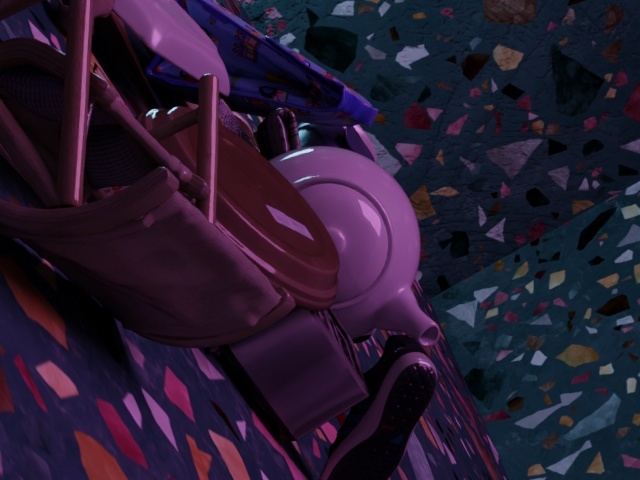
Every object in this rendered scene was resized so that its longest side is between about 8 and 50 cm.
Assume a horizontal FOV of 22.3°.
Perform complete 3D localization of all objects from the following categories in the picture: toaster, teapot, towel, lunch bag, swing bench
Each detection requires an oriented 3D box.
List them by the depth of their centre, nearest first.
[{"bbox_3d":[-0.166,-0.055,1.279,0.253,0.165,0.254,51,17,-59],"label":"swing bench"},{"bbox_3d":[-0.041,0.105,1.733,0.168,0.110,0.185,56,8,-27],"label":"toaster"},{"bbox_3d":[0.000,0.000,1.884,0.187,0.256,0.252,137,-50,-87],"label":"teapot"},{"bbox_3d":[-0.016,-0.013,2.133,0.312,0.056,0.324,180,-104,-84],"label":"towel"},{"bbox_3d":[-0.062,-0.217,2.243,0.293,0.138,0.221,23,1,9],"label":"lunch bag"}]

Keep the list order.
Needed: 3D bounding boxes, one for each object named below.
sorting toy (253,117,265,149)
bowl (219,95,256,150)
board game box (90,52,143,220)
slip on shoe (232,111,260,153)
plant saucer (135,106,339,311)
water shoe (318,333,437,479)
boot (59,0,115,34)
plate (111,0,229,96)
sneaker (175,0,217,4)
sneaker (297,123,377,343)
[{"bbox_3d":[-0.042,-0.086,2.653,0.255,0.089,0.257,51,11,-53],"label":"sorting toy"},{"bbox_3d":[-0.129,-0.100,2.082,0.170,0.080,0.170,58,7,-11],"label":"bowl"},{"bbox_3d":[-0.208,-0.094,1.603,0.147,0.045,0.193,58,7,-19],"label":"board game box"},{"bbox_3d":[-0.122,-0.139,2.475,0.041,0.051,0.135,-86,153,-57],"label":"slip on shoe"},{"bbox_3d":[-0.076,-0.041,1.659,0.278,0.041,0.278,42,14,-13],"label":"plant saucer"},{"bbox_3d":[0.061,0.194,1.766,0.073,0.203,0.080,23,23,-25],"label":"water shoe"},{"bbox_3d":[-0.263,-0.280,1.829,0.087,0.042,0.118,83,17,-63],"label":"boot"},{"bbox_3d":[-0.232,-0.310,2.023,0.278,0.045,0.277,47,8,16],"label":"plate"},{"bbox_3d":[-0.220,-0.327,2.358,0.293,0.102,0.146,45,20,-50],"label":"sneaker"},{"bbox_3d":[0.045,-0.038,2.428,0.236,0.130,0.322,-50,123,-51],"label":"sneaker"}]
